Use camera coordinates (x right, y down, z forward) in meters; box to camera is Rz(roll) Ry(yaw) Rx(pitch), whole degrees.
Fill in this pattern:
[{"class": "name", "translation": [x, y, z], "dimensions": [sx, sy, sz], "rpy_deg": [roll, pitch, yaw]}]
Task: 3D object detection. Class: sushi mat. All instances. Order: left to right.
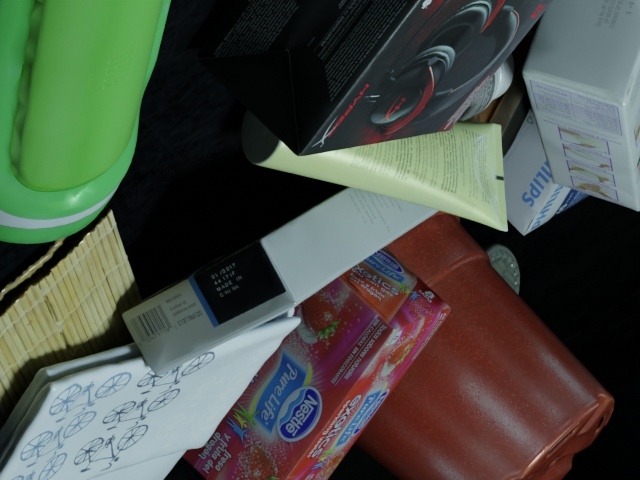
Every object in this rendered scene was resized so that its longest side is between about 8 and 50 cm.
[{"class": "sushi mat", "translation": [-0.198, 0.085, 1.539], "dimensions": [0.151, 0.019, 0.316], "rpy_deg": [-44, 162, -15]}]

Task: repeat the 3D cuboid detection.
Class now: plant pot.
[{"class": "plant pot", "translation": [0.138, 0.148, 2.036], "dimensions": [0.272, 0.265, 0.272], "rpy_deg": [-42, 162, -17]}]

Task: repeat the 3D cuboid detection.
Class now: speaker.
[{"class": "speaker", "translation": [-0.142, -0.130, 1.050], "dimensions": [0.131, 0.131, 0.296], "rpy_deg": [-34, 158, -35]}]

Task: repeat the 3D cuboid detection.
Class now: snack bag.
[{"class": "snack bag", "translation": [-0.198, 0.196, 1.677], "dimensions": [0.323, 0.037, 0.342], "rpy_deg": [-13, 147, -54]}]

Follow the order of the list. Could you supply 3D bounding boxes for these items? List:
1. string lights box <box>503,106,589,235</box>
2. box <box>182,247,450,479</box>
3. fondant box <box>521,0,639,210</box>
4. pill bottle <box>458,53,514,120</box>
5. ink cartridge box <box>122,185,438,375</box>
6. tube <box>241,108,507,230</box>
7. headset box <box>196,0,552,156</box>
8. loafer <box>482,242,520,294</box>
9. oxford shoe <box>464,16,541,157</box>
[{"class": "string lights box", "translation": [0.297, -0.115, 2.128], "dimensions": [0.259, 0.077, 0.133], "rpy_deg": [-28, 158, -41]}, {"class": "box", "translation": [-0.010, 0.128, 1.887], "dimensions": [0.257, 0.122, 0.128], "rpy_deg": [-55, 161, 23]}, {"class": "fondant box", "translation": [0.273, -0.189, 1.779], "dimensions": [0.330, 0.096, 0.238], "rpy_deg": [51, 58, -71]}, {"class": "pill bottle", "translation": [0.099, -0.133, 1.663], "dimensions": [0.137, 0.078, 0.078], "rpy_deg": [-25, 152, -49]}, {"class": "ink cartridge box", "translation": [0.000, 0.000, 1.624], "dimensions": [0.165, 0.065, 0.332], "rpy_deg": [-29, 180, 37]}, {"class": "tube", "translation": [0.052, -0.067, 1.549], "dimensions": [0.240, 0.062, 0.070], "rpy_deg": [9, 110, -34]}, {"class": "headset box", "translation": [0.075, -0.184, 1.433], "dimensions": [0.218, 0.110, 0.293], "rpy_deg": [-52, 164, 22]}, {"class": "loafer", "translation": [0.130, 0.103, 2.244], "dimensions": [0.251, 0.087, 0.094], "rpy_deg": [-53, 128, -14]}, {"class": "oxford shoe", "translation": [0.171, -0.176, 1.768], "dimensions": [0.212, 0.076, 0.076], "rpy_deg": [-59, 162, -17]}]
